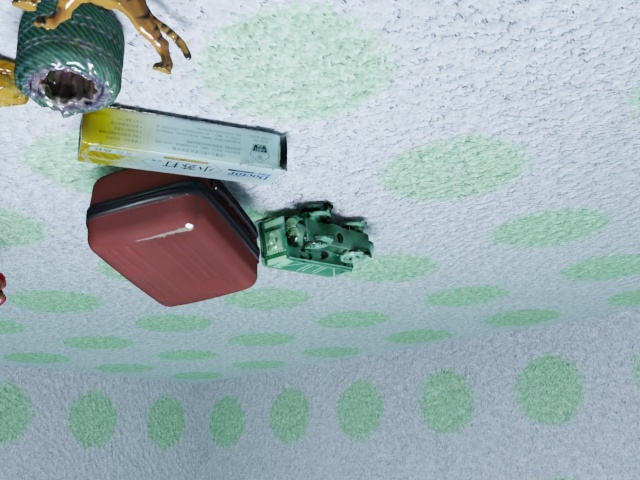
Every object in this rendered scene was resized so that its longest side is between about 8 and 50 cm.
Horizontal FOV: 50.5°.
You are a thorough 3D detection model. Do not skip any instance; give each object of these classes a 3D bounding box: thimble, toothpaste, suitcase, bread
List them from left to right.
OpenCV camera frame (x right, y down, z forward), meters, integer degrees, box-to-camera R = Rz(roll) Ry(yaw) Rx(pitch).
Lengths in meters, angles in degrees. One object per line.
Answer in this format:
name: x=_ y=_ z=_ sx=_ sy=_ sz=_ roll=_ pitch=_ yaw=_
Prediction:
bread: x=-0.421 y=-0.203 z=0.887 sx=0.083 sy=0.046 sz=0.081 roll=-21 pitch=159 yaw=38
thimble: x=-0.299 y=-0.214 z=0.805 sx=0.135 sy=0.090 sz=0.118 roll=-15 pitch=155 yaw=38
suitcase: x=-0.253 y=-0.010 z=1.218 sx=0.236 sy=0.161 sz=0.297 roll=-13 pitch=149 yaw=12
toothpaste: x=-0.208 y=-0.145 z=1.050 sx=0.312 sy=0.071 sz=0.089 roll=5 pitch=163 yaw=-23

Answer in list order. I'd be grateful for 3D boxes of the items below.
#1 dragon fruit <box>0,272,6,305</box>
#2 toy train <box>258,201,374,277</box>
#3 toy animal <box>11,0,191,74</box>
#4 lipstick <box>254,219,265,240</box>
dragon fruit: x=-0.781 y=0.061 z=1.396 sx=0.198 sy=0.273 sz=0.218 roll=-38 pitch=180 yaw=5
toy train: x=0.000 y=0.000 z=1.429 sx=0.154 sy=0.115 sz=0.269 roll=-18 pitch=161 yaw=36
toy animal: x=-0.221 y=-0.260 z=0.705 sx=0.114 sy=0.116 sz=0.255 roll=15 pitch=174 yaw=25
lipstick: x=-0.081 y=-0.004 z=1.494 sx=0.048 sy=0.048 sz=0.158 roll=-16 pitch=156 yaw=35
